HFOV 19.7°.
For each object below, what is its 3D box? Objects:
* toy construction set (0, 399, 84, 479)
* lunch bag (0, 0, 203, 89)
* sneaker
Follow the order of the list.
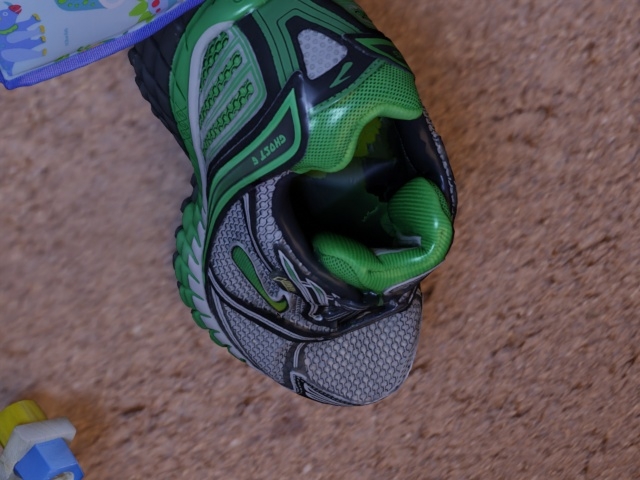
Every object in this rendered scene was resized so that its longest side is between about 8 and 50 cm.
[{"bbox_3d":[-0.211,0.251,1.035,0.215,0.151,0.328,-27,134,-23],"label":"toy construction set"},{"bbox_3d":[-0.080,-0.152,0.722,0.151,0.096,0.129,-22,144,-12],"label":"lunch bag"},{"bbox_3d":[0.000,0.000,0.942,0.134,0.146,0.343,-35,148,-11],"label":"sneaker"}]
